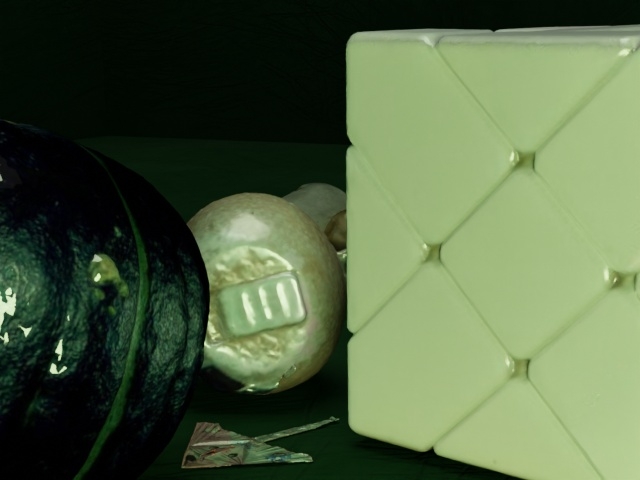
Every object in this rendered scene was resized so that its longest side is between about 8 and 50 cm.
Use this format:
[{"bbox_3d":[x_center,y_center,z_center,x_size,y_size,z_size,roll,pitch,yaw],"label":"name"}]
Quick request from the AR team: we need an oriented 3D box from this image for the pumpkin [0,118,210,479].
[{"bbox_3d":[-0.258,0.043,0.793,0.363,0.266,0.363,14,3,-1],"label":"pumpkin"}]

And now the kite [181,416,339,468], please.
[{"bbox_3d":[-0.052,0.157,0.936,0.137,0.005,0.152,9,14,44],"label":"kite"}]

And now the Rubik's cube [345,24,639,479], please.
[{"bbox_3d":[0.231,-0.006,0.907,0.318,0.322,0.316,8,13,38],"label":"Rubik's cube"}]

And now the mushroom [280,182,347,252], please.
[{"bbox_3d":[0.000,0.000,1.559,0.159,0.122,0.328,-42,19,-9],"label":"mushroom"}]

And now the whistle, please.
[{"bbox_3d":[-0.121,0.063,1.062,0.347,0.189,0.189,-15,10,1],"label":"whistle"}]
